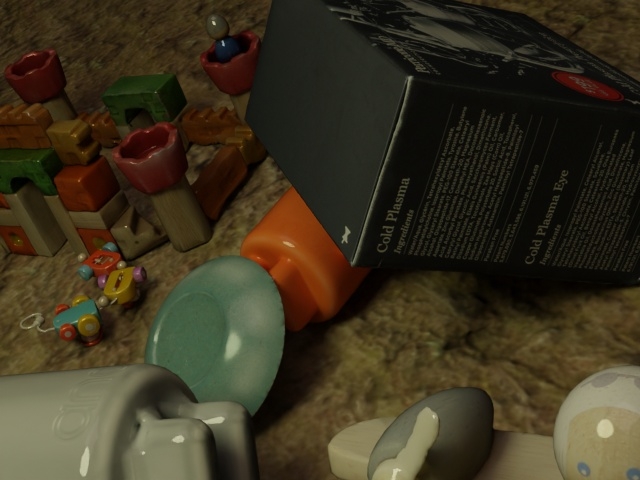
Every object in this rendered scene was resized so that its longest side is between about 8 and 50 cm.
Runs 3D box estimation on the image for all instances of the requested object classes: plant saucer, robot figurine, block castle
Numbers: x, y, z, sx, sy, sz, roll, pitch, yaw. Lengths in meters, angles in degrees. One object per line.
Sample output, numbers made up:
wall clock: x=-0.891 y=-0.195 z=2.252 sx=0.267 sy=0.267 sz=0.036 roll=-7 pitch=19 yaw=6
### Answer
plant saucer: x=-0.119 y=0.103 z=1.048 sx=0.195 sy=0.037 sz=0.195 roll=-16 pitch=63 yaw=36
robot figurine: x=0.002 y=0.000 z=1.131 sx=0.128 sy=0.158 sz=0.219 roll=38 pitch=55 yaw=2
block castle: x=-0.308 y=-0.152 z=1.436 sx=0.453 sy=0.213 sz=0.303 roll=3 pitch=42 yaw=32
robot figurine: x=-0.228 y=0.212 z=0.906 sx=0.353 sy=0.200 sz=0.300 roll=-8 pitch=-4 yaw=20

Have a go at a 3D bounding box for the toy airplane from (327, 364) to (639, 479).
toy airplane: x=0.218 y=0.168 z=0.651 sx=0.386 sy=0.272 sz=0.384 roll=-24 pitch=34 yaw=-1

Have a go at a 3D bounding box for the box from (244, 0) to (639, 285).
box: x=0.131 y=-0.119 z=1.051 sx=0.312 sy=0.179 sz=0.343 roll=3 pitch=26 yaw=-25

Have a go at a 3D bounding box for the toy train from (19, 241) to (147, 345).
toy train: x=-0.273 y=0.070 z=1.265 sx=0.125 sy=0.046 sz=0.166 roll=4 pitch=39 yaw=35
